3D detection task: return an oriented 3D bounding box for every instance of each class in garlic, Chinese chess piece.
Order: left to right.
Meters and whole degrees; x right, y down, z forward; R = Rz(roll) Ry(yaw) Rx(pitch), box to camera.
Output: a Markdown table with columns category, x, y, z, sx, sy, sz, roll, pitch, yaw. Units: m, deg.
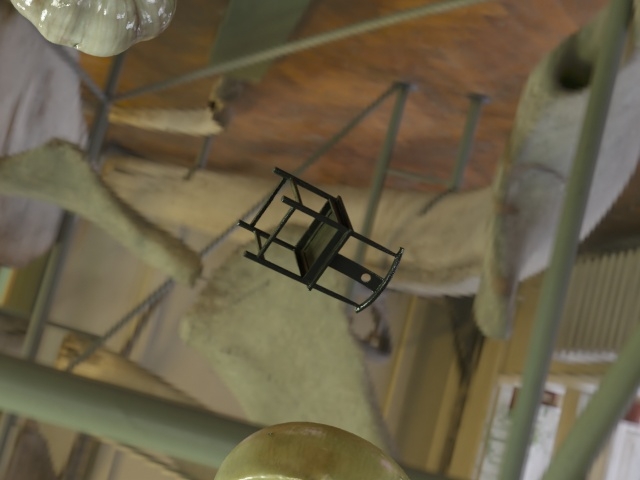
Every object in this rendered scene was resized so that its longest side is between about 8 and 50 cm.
| category | x | y | z | sx | sy | sz | roll | pitch | yaw |
| --- | --- | --- | --- | --- | --- | --- | --- | --- | --- |
| garlic | -0.293 | -0.335 | 1.579 | 0.245 | 0.245 | 0.253 | 17 | 159 | -13 |
| Chinese chess piece | -0.005 | 0.318 | 1.413 | 0.250 | 0.097 | 0.251 | 12 | 130 | 14 |

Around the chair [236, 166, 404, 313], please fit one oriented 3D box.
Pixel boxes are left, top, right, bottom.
| category | x | y | z | sx | sy | sz | roll | pitch | yaw |
| --- | --- | --- | --- | --- | --- | --- | --- | --- | --- |
| chair | 0.000 | 0.000 | 2.225 | 0.260 | 0.154 | 0.141 | 27 | -158 | -23 |
